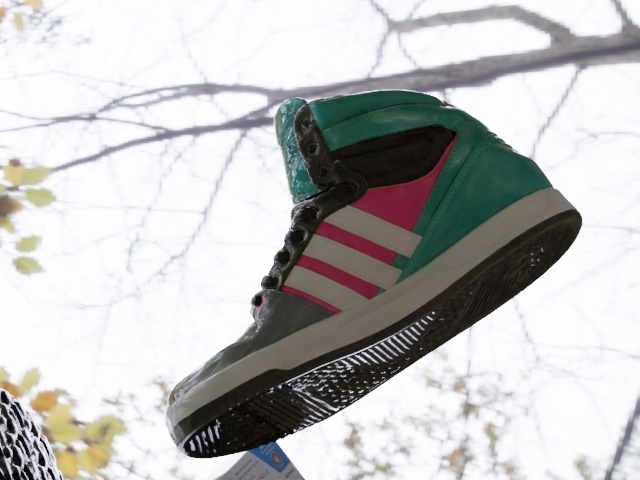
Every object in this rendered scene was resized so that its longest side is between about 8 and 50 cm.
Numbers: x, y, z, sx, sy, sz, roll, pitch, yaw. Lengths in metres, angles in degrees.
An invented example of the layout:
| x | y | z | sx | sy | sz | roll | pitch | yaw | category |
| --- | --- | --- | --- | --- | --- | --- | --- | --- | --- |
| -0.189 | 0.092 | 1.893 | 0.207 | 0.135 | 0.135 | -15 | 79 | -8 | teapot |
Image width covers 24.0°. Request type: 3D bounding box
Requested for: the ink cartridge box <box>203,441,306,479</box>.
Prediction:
| x | y | z | sx | sy | sz | roll | pitch | yaw | category |
| --- | --- | --- | --- | --- | --- | --- | --- | --- | --- |
| -0.030 | 0.205 | 1.044 | 0.122 | 0.052 | 0.088 | 53 | -159 | 0 | ink cartridge box |

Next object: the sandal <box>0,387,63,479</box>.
| x | y | z | sx | sy | sz | roll | pitch | yaw | category |
| --- | --- | --- | --- | --- | --- | --- | --- | --- | --- |
| -0.185 | 0.228 | 0.680 | 0.107 | 0.445 | 0.167 | -22 | -56 | 10 | sandal |

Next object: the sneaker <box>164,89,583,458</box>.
| x | y | z | sx | sy | sz | roll | pitch | yaw | category |
| --- | --- | --- | --- | --- | --- | --- | --- | --- | --- |
| 0.000 | 0.000 | 0.981 | 0.295 | 0.178 | 0.124 | -31 | -25 | -8 | sneaker |
